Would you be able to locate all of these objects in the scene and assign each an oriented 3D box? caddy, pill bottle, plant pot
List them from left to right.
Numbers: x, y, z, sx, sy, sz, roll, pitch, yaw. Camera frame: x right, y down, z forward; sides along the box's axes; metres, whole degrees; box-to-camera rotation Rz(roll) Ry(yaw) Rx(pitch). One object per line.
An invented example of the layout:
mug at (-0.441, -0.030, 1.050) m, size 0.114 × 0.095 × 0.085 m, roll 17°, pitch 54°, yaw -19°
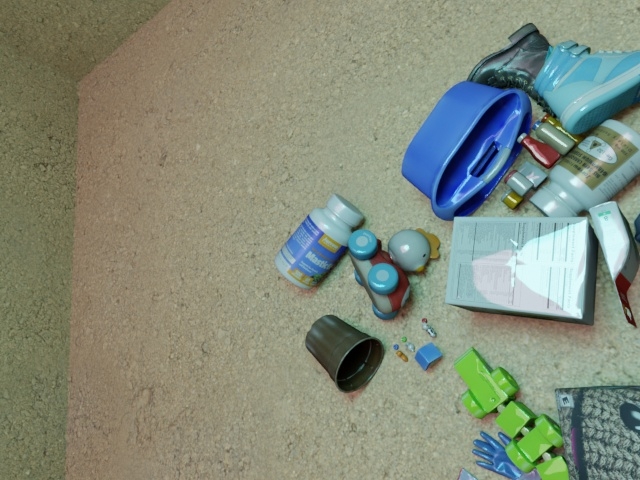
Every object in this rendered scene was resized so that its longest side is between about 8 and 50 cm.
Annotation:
pill bottle at (0.000, 0.000, 1.393) m, size 0.272 × 0.152 × 0.152 m, roll -51°, pitch 55°, yaw 14°
plant pot at (0.054, 0.292, 1.278) m, size 0.165 × 0.167 × 0.166 m, roll 33°, pitch 97°, yaw 44°
caddy at (0.364, -0.210, 1.139) m, size 0.341 × 0.241 × 0.179 m, roll -56°, pitch 47°, yaw 10°
pill bottle at (0.580, -0.136, 1.028) m, size 0.229 × 0.131 × 0.131 m, roll -47°, pitch 56°, yaw 17°

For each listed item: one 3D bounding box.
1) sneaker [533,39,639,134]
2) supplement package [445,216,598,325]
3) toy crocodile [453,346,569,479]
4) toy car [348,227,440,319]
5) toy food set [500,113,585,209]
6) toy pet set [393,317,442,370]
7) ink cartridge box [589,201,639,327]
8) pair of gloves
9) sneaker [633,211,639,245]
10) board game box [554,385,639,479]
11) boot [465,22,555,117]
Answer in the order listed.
sneaker at (0.621, -0.388, 1.030) m, size 0.319 × 0.127 × 0.208 m, roll -28°, pitch 61°, yaw -2°
supplement package at (0.440, 0.066, 1.030) m, size 0.263 × 0.199 × 0.197 m, roll 2°, pitch 79°, yaw 36°
toy crocodile at (0.420, 0.382, 1.031) m, size 0.115 × 0.105 × 0.340 m, roll -51°, pitch 50°, yaw 14°
toy car at (0.214, 0.057, 1.231) m, size 0.238 × 0.219 × 0.210 m, roll -25°, pitch 60°, yaw -4°
toy food set at (0.493, -0.192, 1.106) m, size 0.232 × 0.111 × 0.104 m, roll -48°, pitch 68°, yaw 12°
toy pet set at (0.244, 0.272, 1.199) m, size 0.122 × 0.065 × 0.114 m, roll -49°, pitch 55°, yaw 15°
ink cartridge box at (0.602, 0.052, 0.930) m, size 0.056 × 0.181 × 0.224 m, roll -22°, pitch 65°, yaw 33°
pair of gloves at (0.390, 0.536, 1.050) m, size 0.159 × 0.023 × 0.198 m, roll 29°, pitch 94°, yaw 37°
sneaker at (0.722, -0.050, 0.906) m, size 0.226 × 0.086 × 0.163 m, roll -45°, pitch 60°, yaw 19°
board game box at (0.574, 0.366, 0.798) m, size 0.291 × 0.141 × 0.231 m, roll 134°, pitch 137°, yaw -66°
boot at (0.511, -0.388, 1.179) m, size 0.263 × 0.091 × 0.228 m, roll -44°, pitch 64°, yaw 27°
